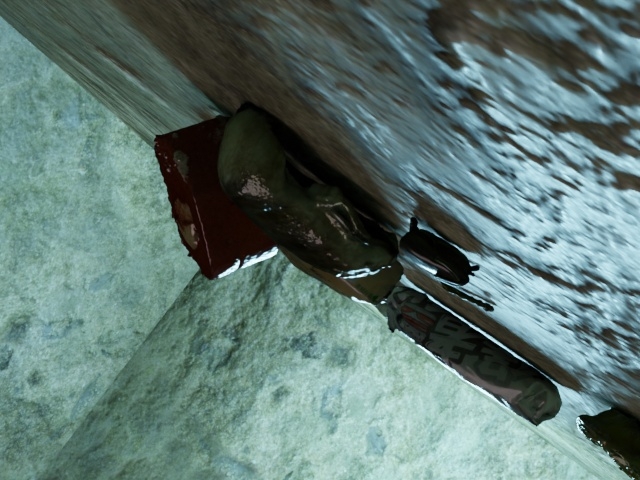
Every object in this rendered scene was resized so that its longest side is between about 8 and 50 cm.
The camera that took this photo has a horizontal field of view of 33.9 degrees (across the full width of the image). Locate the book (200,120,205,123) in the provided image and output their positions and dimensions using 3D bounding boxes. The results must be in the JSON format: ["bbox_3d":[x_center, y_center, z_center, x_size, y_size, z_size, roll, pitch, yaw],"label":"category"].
[{"bbox_3d":[-0.149,-0.168,1.994,0.172,0.012,0.118,39,174,-20],"label":"book"}]

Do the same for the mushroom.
[{"bbox_3d":[-0.031,-0.052,1.546,0.344,0.130,0.247,41,178,-44],"label":"mushroom"}]

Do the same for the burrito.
[{"bbox_3d":[0.266,0.205,2.035,0.445,0.101,0.139,35,-170,26],"label":"burrito"}]

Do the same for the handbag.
[{"bbox_3d":[0.154,0.022,1.374,0.111,0.047,0.072,35,170,19],"label":"handbag"}]

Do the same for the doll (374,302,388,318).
[{"bbox_3d":[0.169,0.148,2.385,0.214,0.071,0.103,38,176,35],"label":"doll"}]

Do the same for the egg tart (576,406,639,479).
[{"bbox_3d":[0.500,0.333,1.711,0.197,0.078,0.197,39,177,3],"label":"egg tart"}]

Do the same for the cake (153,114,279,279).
[{"bbox_3d":[-0.169,-0.066,1.737,0.177,0.151,0.283,-127,23,-55],"label":"cake"}]

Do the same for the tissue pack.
[{"bbox_3d":[0.000,0.000,1.875,0.257,0.123,0.215,38,173,-20],"label":"tissue pack"}]

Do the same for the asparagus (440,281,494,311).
[{"bbox_3d":[0.234,0.090,1.684,0.016,0.013,0.166,27,-179,-27],"label":"asparagus"}]
